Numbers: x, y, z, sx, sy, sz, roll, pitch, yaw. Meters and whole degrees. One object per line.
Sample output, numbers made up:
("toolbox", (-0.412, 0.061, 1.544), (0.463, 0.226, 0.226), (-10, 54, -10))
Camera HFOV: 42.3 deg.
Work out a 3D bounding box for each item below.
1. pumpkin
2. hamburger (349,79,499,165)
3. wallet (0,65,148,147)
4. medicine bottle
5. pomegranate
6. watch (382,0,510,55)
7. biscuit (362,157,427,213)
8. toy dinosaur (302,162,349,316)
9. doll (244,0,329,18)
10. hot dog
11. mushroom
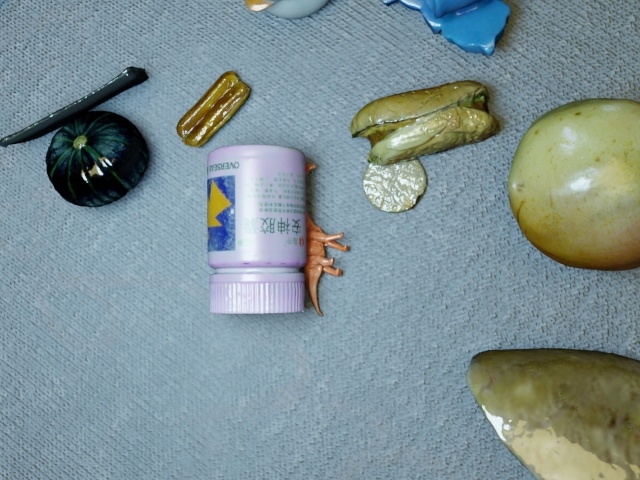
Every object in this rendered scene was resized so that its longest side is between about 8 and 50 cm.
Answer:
("pumpkin", (-0.412, -0.152, 1.525), (0.194, 0.150, 0.194), (0, 87, 10))
("hamburger", (0.182, -0.218, 1.464), (0.262, 0.131, 0.124), (-16, 81, 2))
("wallet", (-0.454, -0.247, 1.539), (0.286, 0.146, 0.030), (-26, 98, 5))
("medicine bottle", (-0.113, -0.015, 1.466), (0.178, 0.178, 0.290), (0, 87, 7))
("pomegranate", (0.468, -0.096, 1.343), (0.320, 0.319, 0.318), (0, 87, 7))
("watch", (0.220, -0.469, 1.399), (0.242, 0.274, 0.305), (-24, 79, 5))
("biscuit", (0.135, -0.108, 1.520), (0.120, 0.015, 0.120), (0, 87, 8))
("toy dinosaur", (-0.002, 0.000, 1.512), (0.102, 0.055, 0.279), (5, 88, 19))
("doll", (-0.058, -0.512, 1.470), (0.221, 0.221, 0.251), (34, 91, 8))
("hot dog", (-0.203, -0.243, 1.556), (0.071, 0.045, 0.165), (43, 93, 6))
("mushroom", (0.448, 0.284, 1.357), (0.313, 0.224, 0.397), (-45, 82, 5))
